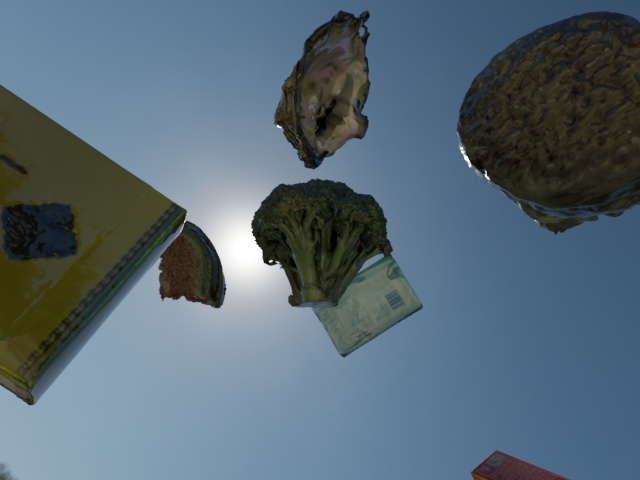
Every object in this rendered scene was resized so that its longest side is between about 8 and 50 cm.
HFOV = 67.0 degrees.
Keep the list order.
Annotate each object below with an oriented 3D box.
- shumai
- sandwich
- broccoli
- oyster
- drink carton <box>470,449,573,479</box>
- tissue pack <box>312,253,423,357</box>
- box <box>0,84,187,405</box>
[{"bbox_3d":[0.504,-0.187,0.913,0.394,0.348,0.396,-23,-123,41],"label":"shumai"},{"bbox_3d":[-0.312,0.050,1.149,0.079,0.158,0.235,80,0,-64],"label":"sandwich"},{"bbox_3d":[0.000,0.000,1.045,0.320,0.284,0.304,-1,-20,4],"label":"broccoli"},{"bbox_3d":[0.014,-0.233,0.788,0.092,0.198,0.260,28,-41,34],"label":"oyster"},{"bbox_3d":[0.352,0.416,0.755,0.222,0.070,0.096,-10,-74,64],"label":"drink carton"},{"bbox_3d":[0.123,0.177,1.326,0.177,0.263,0.089,59,-8,3],"label":"tissue pack"},{"bbox_3d":[-0.243,-0.042,0.302,0.278,0.153,0.041,35,-41,-6],"label":"box"}]
